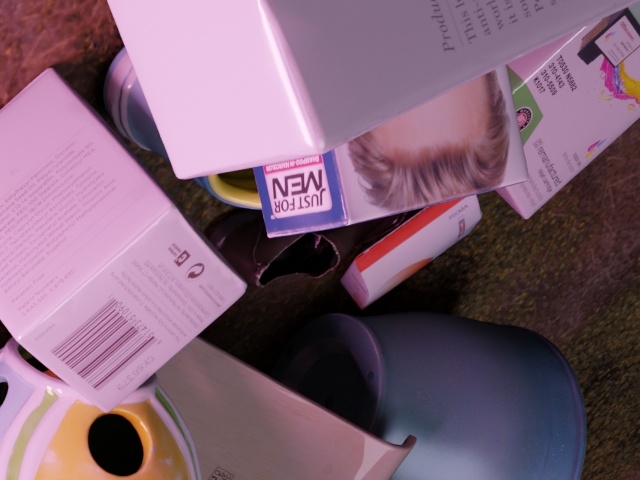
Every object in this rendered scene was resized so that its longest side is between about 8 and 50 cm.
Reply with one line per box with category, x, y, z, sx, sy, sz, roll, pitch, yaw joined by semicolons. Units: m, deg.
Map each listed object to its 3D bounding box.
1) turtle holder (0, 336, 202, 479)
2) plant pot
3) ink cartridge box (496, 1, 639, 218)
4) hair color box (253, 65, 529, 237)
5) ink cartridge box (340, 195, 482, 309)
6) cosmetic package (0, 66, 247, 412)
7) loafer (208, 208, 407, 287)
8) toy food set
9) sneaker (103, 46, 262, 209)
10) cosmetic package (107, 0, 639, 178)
turtle holder;-0.211;0.213;1.429;0.243;0.320;0.227;10;104;-10
plant pot;0.089;0.192;1.810;0.255;0.271;0.271;19;115;-39
ink cartridge box;0.236;-0.184;1.637;0.278;0.117;0.201;-42;148;-1
hair color box;0.021;-0.190;1.224;0.174;0.105;0.347;-14;94;-36
ink cartridge box;0.097;0.000;1.708;0.145;0.045;0.179;-35;177;-11
cosmetic package;-0.185;0.000;1.347;0.151;0.183;0.151;-41;147;-3
loafer;0.000;0.000;1.640;0.220;0.078;0.080;-21;142;-29
toy food set;-0.092;0.198;1.641;0.306;0.092;0.219;30;109;-15
sneaker;0.011;-0.132;1.367;0.319;0.208;0.127;-34;135;-12
cosmetic package;0.083;-0.227;1.106;0.453;0.161;0.230;-27;101;-34
